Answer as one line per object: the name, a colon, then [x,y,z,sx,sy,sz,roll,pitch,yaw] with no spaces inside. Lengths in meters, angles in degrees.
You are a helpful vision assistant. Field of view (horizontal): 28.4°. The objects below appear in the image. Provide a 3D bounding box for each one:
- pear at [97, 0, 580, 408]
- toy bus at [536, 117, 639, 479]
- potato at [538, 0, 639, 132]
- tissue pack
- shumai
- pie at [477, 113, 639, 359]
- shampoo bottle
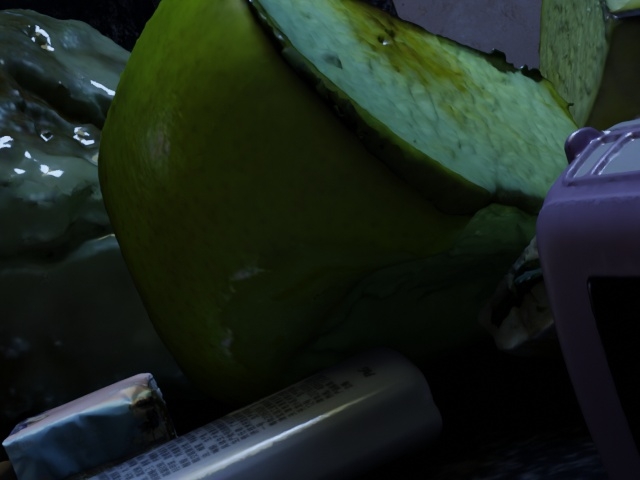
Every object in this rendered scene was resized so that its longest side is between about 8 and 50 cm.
pear: [0.000,0.000,0.690,0.293,0.159,0.292,-13,-32,-8]
toy bus: [0.163,0.017,0.377,0.142,0.141,0.202,-24,8,-21]
potato: [0.358,-0.183,1.195,0.280,0.212,0.330,2,35,-2]
tissue pack: [-0.135,0.123,0.768,0.094,0.058,0.074,-21,5,-6]
shumai: [-0.121,-0.019,0.922,0.324,0.324,0.397,-4,17,15]
pie: [0.182,-0.011,0.584,0.185,0.052,0.218,-8,-33,-33]
shampoo bottle: [-0.057,0.118,0.589,0.227,0.055,0.086,-23,1,-17]
